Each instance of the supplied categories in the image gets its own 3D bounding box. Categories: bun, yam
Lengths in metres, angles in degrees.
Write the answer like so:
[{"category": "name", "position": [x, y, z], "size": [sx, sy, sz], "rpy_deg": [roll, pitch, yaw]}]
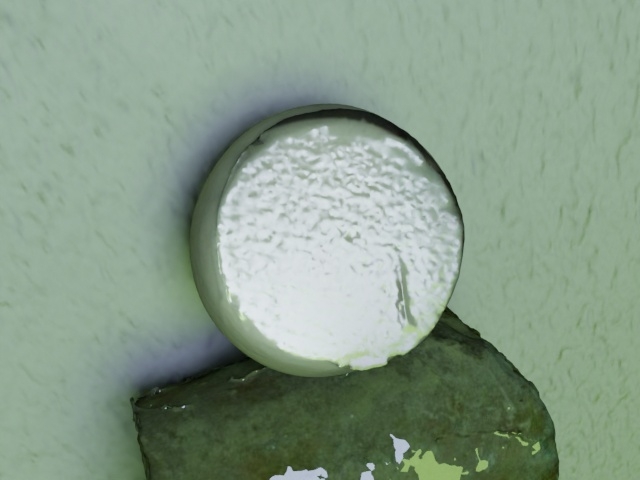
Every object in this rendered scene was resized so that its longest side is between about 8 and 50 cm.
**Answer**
[{"category": "bun", "position": [0.000, 0.000, 0.567], "size": [0.173, 0.120, 0.172], "rpy_deg": [0, 90, -11]}, {"category": "yam", "position": [0.012, 0.159, 0.636], "size": [0.300, 0.195, 0.195], "rpy_deg": [-17, 126, -19]}]
